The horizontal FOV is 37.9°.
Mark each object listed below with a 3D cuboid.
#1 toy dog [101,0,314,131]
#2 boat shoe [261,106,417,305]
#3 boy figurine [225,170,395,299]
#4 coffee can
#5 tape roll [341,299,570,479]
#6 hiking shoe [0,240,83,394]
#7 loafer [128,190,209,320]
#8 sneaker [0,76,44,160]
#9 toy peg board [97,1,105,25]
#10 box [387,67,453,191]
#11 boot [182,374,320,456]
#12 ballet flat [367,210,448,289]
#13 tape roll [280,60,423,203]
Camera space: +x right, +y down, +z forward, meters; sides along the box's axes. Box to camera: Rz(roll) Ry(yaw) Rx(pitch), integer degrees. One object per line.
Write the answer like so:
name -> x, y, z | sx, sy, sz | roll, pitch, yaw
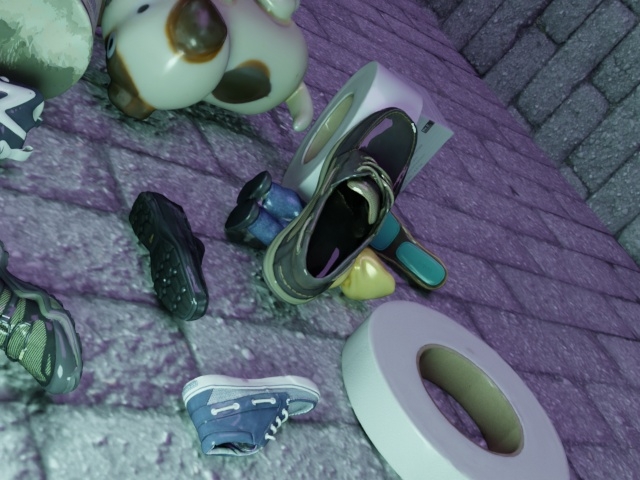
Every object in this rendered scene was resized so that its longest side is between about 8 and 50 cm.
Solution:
toy dog -> -0.209, -0.324, 1.570 | 0.395, 0.284, 0.408 | 64, 27, 0
boat shoe -> 0.056, -0.054, 1.366 | 0.132, 0.130, 0.355 | 39, 67, -19
boy figurine -> 0.000, 0.000, 1.457 | 0.285, 0.092, 0.177 | 31, 60, -24
coffee can -> -0.415, -0.349, 1.332 | 0.201, 0.201, 0.275 | 29, 27, -25
tape roll -> 0.202, 0.252, 1.378 | 0.392, 0.072, 0.392 | 32, 25, -17
hiking shoe -> -0.331, 0.077, 0.914 | 0.227, 0.086, 0.114 | 43, 37, 18
loafer -> -0.182, 0.017, 1.209 | 0.078, 0.076, 0.223 | 9, 35, -37
sneaker -> -0.429, -0.188, 1.176 | 0.153, 0.094, 0.235 | 11, 38, -50
toy peg board -> -0.402, -0.457, 1.603 | 0.079, 0.160, 0.161 | 25, 24, 3
box -> 0.160, -0.237, 1.996 | 0.119, 0.181, 0.182 | 22, 31, -34
boot -> -0.070, 0.208, 1.081 | 0.190, 0.069, 0.086 | 7, 47, -38
ballet flat -> 0.135, 0.007, 1.711 | 0.232, 0.080, 0.073 | 45, -3, 4
tape roll -> 0.050, -0.166, 1.600 | 0.100, 0.286, 0.286 | 34, 25, -14
